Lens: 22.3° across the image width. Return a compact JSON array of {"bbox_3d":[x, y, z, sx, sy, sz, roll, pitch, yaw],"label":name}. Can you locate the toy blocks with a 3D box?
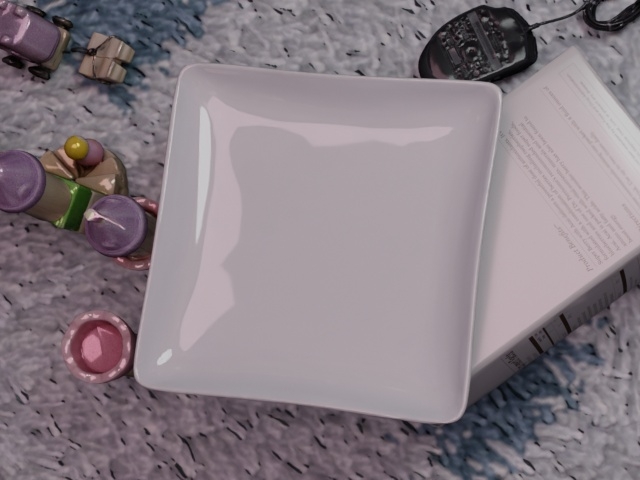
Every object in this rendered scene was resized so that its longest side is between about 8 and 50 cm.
[{"bbox_3d":[-0.254,-0.061,1.448,0.288,0.260,0.309,22,86,13],"label":"toy blocks"}]

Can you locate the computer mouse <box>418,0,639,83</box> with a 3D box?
[{"bbox_3d":[0.204,-0.197,1.501,0.242,0.041,0.071,-21,77,0],"label":"computer mouse"}]

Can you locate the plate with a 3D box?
[{"bbox_3d":[0.000,0.000,1.324,0.277,0.045,0.278,5,80,14],"label":"plate"}]

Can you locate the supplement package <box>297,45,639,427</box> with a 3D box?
[{"bbox_3d":[0.158,0.005,1.403,0.293,0.175,0.177,-36,76,4],"label":"supplement package"}]
